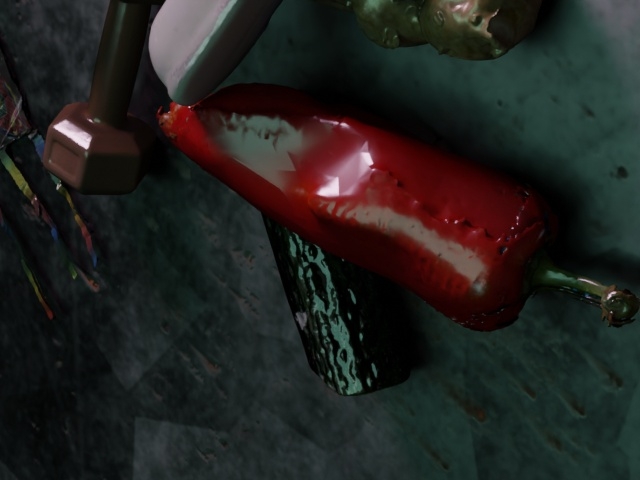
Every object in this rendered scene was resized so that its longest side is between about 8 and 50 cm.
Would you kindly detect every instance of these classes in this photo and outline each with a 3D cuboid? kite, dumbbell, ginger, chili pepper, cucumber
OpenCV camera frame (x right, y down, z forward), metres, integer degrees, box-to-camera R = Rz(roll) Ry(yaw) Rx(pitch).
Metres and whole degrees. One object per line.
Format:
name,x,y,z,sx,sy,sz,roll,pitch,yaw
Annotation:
kite,-0.276,-0.072,1.727,0.152,0.015,0.285,-41,74,44
dumbbell,-0.158,-0.147,1.552,0.092,0.082,0.231,32,122,28
ginger,0.062,-0.178,1.357,0.204,0.080,0.104,12,79,37
chili pepper,0.048,-0.024,1.373,0.387,0.110,0.110,26,120,18
cucumber,-0.001,0.000,1.472,0.074,0.074,0.241,-23,84,43

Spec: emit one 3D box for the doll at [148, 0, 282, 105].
doll,-0.134,-0.305,1.402,0.423,0.161,0.348,31,109,34
